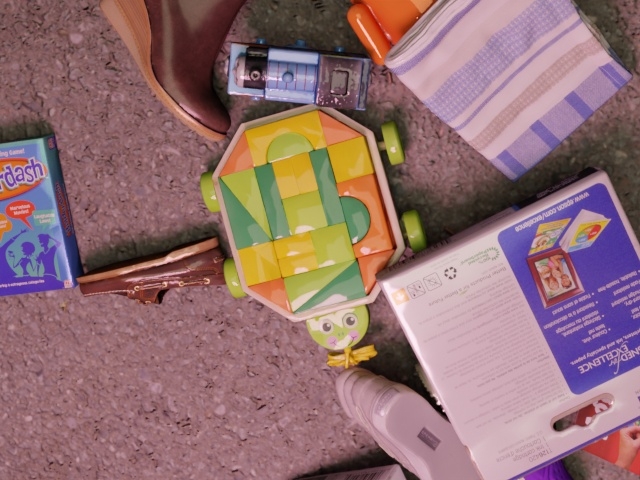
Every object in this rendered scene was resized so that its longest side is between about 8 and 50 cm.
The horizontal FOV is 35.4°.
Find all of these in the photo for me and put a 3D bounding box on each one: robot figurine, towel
[{"bbox_3d":[0.111,-0.297,1.203,0.219,0.158,0.128,45,134,-6],"label":"robot figurine"},{"bbox_3d":[0.230,-0.205,1.187,0.209,0.034,0.285,-43,129,14],"label":"towel"}]

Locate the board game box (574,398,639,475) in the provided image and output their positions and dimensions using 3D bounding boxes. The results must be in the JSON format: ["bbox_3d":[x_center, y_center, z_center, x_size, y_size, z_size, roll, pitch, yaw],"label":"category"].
[{"bbox_3d":[0.426,0.165,1.301,0.145,0.027,0.281,22,108,35],"label":"board game box"}]

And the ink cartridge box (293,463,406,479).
[{"bbox_3d":[0.071,0.429,1.394,0.189,0.066,0.232,-18,99,35],"label":"ink cartridge box"}]

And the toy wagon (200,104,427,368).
[{"bbox_3d":[0.000,0.000,1.300,0.267,0.068,0.344,-15,90,10],"label":"toy wagon"}]

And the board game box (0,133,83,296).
[{"bbox_3d":[-0.424,-0.031,1.370,0.160,0.047,0.210,-7,102,8],"label":"board game box"}]

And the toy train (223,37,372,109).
[{"bbox_3d":[-0.026,-0.201,1.212,0.184,0.105,0.080,5,103,-5],"label":"toy train"}]

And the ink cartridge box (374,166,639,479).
[{"bbox_3d":[0.270,0.111,1.243,0.304,0.072,0.307,-27,102,4],"label":"ink cartridge box"}]

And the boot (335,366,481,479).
[{"bbox_3d":[0.121,0.256,1.364,0.095,0.123,0.258,-48,127,-13],"label":"boot"}]

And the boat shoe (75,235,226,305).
[{"bbox_3d":[-0.227,0.053,1.356,0.207,0.073,0.073,-13,100,10],"label":"boat shoe"}]

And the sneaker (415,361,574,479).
[{"bbox_3d":[0.273,0.232,1.333,0.146,0.102,0.293,-42,98,8],"label":"sneaker"}]

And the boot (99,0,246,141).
[{"bbox_3d":[-0.138,-0.272,1.254,0.207,0.090,0.248,-35,94,15],"label":"boot"}]
